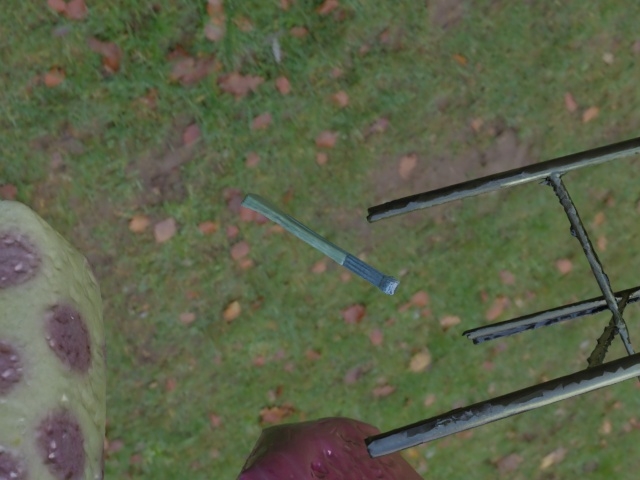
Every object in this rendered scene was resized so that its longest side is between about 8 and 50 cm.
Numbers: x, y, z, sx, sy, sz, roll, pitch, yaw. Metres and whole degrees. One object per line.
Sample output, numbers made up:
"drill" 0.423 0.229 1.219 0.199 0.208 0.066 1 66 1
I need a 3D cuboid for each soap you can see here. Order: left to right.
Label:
"soap" 0.016 0.297 1.163 0.127 0.220 0.324 -53 152 13

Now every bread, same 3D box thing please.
"bread" -0.272 0.150 0.956 0.155 0.338 0.187 -17 146 14

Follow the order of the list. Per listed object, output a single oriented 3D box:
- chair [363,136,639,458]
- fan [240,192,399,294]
"chair" 0.190 0.025 0.442 0.325 0.170 0.160 -21 137 24
"fan" 0.000 0.000 1.023 0.038 0.193 0.016 1 115 -53
